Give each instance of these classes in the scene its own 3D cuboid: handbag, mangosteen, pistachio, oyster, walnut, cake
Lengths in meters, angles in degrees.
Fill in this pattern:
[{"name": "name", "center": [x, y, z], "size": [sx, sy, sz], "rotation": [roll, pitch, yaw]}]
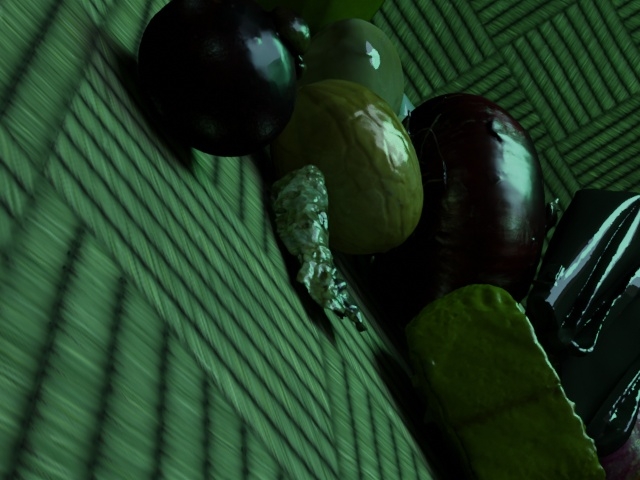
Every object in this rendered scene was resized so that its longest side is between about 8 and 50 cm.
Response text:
[{"name": "handbag", "center": [0.334, 0.111, 1.495], "size": [0.257, 0.113, 0.285], "rotation": [-48, 132, -43]}, {"name": "mangosteen", "center": [-0.076, -0.146, 1.048], "size": [0.152, 0.152, 0.152], "rotation": [55, 10, -15]}, {"name": "pistachio", "center": [0.020, -0.158, 1.476], "size": [0.152, 0.223, 0.126], "rotation": [3, 34, -20]}, {"name": "oyster", "center": [-0.002, 0.003, 1.200], "size": [0.200, 0.061, 0.106], "rotation": [62, 12, 20]}, {"name": "walnut", "center": [0.030, -0.078, 1.348], "size": [0.207, 0.159, 0.159], "rotation": [63, 8, -15]}, {"name": "cake", "center": [0.187, 0.181, 1.323], "size": [0.179, 0.156, 0.261], "rotation": [79, -12, -68]}]

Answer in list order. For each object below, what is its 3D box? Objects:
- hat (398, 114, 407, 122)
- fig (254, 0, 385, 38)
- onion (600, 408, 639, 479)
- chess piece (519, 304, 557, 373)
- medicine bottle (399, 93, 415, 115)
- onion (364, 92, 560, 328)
[{"name": "hat", "center": [0.008, -0.166, 1.725], "size": [0.219, 0.164, 0.226], "rotation": [22, -9, -37]}, {"name": "fig", "center": [-0.033, -0.392, 1.549], "size": [0.343, 0.343, 0.343], "rotation": [55, 10, -15]}, {"name": "onion", "center": [0.389, 0.289, 1.829], "size": [0.230, 0.272, 0.256], "rotation": [-12, 62, -52]}, {"name": "chess piece", "center": [0.241, 0.140, 1.722], "size": [0.167, 0.167, 0.300], "rotation": [44, 13, -54]}, {"name": "medicine bottle", "center": [0.091, -0.166, 1.937], "size": [0.225, 0.139, 0.139], "rotation": [45, 17, -52]}, {"name": "onion", "center": [0.177, -0.022, 1.524], "size": [0.232, 0.314, 0.314], "rotation": [9, 28, -14]}]
